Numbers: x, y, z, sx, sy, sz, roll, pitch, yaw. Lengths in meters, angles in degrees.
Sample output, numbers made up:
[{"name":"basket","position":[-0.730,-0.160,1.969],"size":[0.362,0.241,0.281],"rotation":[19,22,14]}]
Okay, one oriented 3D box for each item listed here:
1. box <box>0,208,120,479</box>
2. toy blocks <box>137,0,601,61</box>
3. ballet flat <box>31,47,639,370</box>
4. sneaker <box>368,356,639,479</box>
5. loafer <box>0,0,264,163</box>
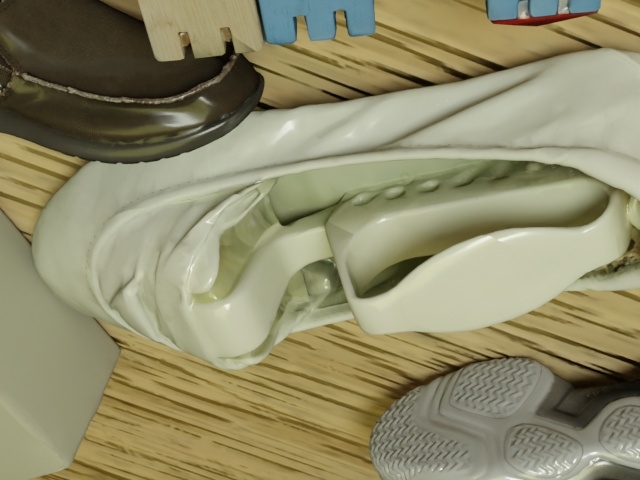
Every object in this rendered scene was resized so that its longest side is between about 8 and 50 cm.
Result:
[{"name":"box","position":[-0.245,0.020,0.636],"size":[0.094,0.113,0.275],"rotation":[-19,121,25]},{"name":"toy blocks","position":[-0.038,-0.187,0.408],"size":[0.381,0.191,0.261],"rotation":[-5,140,4]},{"name":"ballet flat","position":[0.000,0.000,0.558],"size":[0.400,0.139,0.139],"rotation":[-12,124,20]},{"name":"sneaker","position":[0.171,0.154,0.661],"size":[0.268,0.101,0.153],"rotation":[-8,123,14]},{"name":"loafer","position":[-0.138,-0.095,0.542],"size":[0.220,0.080,0.078],"rotation":[6,129,7]}]
